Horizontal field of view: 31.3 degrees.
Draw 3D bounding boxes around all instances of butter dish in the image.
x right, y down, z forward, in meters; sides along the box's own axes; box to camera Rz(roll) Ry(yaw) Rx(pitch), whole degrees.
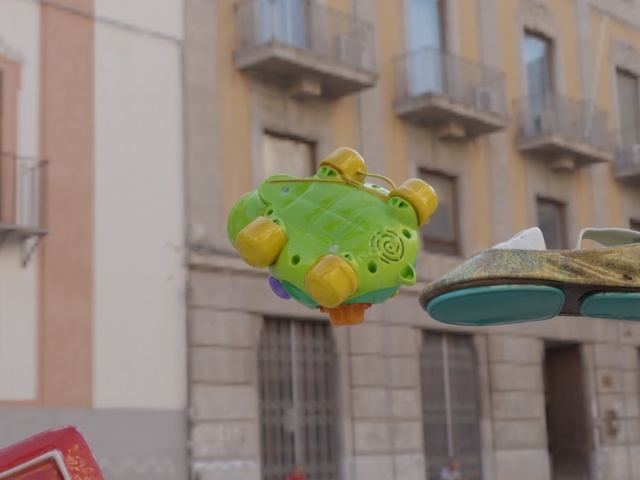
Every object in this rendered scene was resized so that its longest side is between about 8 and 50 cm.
[{"bbox_3d":[-0.264,0.276,1.036,0.160,0.160,0.118,-22,-26,-21],"label":"butter dish"}]

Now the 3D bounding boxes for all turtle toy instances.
[{"bbox_3d":[0.000,0.000,0.630,0.130,0.095,0.066,27,-37,32],"label":"turtle toy"}]

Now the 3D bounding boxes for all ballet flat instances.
[{"bbox_3d":[0.285,0.037,1.327,0.349,0.123,0.123,0,-10,-1],"label":"ballet flat"}]
